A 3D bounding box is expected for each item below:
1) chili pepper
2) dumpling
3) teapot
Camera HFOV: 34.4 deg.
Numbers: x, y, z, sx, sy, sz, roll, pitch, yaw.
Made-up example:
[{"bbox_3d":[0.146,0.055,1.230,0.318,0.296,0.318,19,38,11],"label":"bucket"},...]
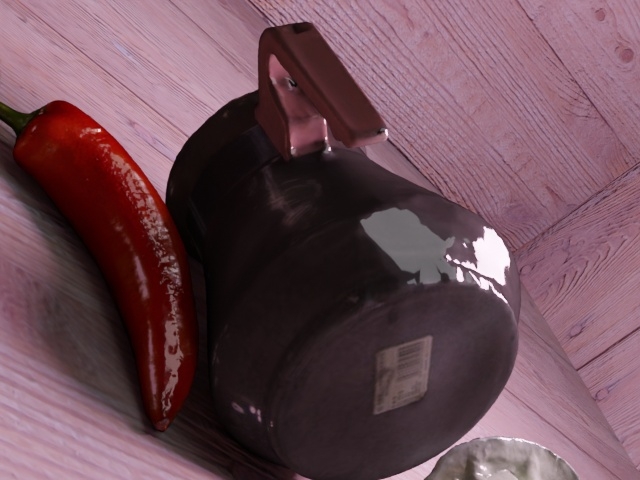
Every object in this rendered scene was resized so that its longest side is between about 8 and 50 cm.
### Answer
[{"bbox_3d":[-0.188,-0.009,0.919,0.368,0.092,0.137,53,25,14],"label":"chili pepper"},{"bbox_3d":[0.178,0.277,0.992,0.219,0.152,0.108,1,35,-27],"label":"dumpling"},{"bbox_3d":[0.000,0.000,1.003,0.361,0.306,0.376,-125,-152,-46],"label":"teapot"}]
